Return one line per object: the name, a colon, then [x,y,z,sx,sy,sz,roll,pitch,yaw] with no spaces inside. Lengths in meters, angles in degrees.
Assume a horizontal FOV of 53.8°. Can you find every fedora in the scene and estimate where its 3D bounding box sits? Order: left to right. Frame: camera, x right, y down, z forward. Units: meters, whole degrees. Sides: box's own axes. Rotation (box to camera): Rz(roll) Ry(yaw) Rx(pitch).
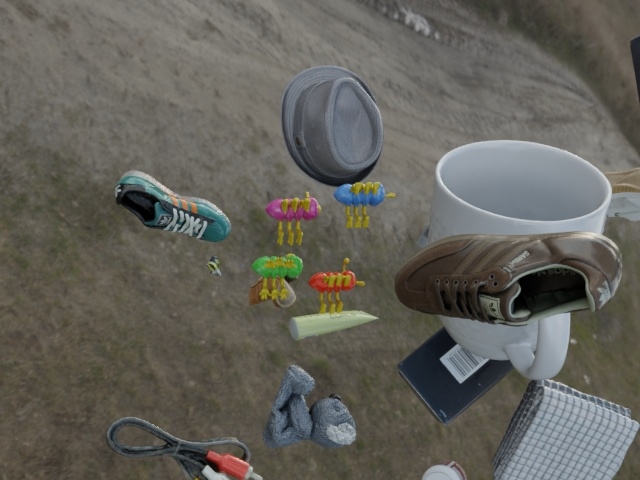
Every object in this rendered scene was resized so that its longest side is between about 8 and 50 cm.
fedora: [0.046,-0.251,1.355,0.243,0.124,0.276,-7,93,-22]

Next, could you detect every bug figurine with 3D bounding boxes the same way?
bug figurine: [0.000,0.000,1.071,0.216,0.279,0.072,1,37,-22]

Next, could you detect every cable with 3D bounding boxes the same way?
cable: [-0.230,0.378,1.114,0.287,0.072,0.140,40,67,-16]

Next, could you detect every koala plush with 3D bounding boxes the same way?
koala plush: [-0.013,0.448,1.573,0.221,0.196,0.204,21,75,4]

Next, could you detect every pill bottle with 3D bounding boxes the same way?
pill bottle: [0.261,0.518,1.343,0.152,0.086,0.086,33,37,-67]

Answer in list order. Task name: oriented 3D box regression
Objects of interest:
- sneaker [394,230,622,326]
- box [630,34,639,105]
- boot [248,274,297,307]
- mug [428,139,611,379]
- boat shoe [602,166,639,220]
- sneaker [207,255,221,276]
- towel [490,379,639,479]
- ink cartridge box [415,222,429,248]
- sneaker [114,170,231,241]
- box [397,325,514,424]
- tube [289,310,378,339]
sneaker: [0.134,0.033,0.500,0.071,0.188,0.066,-44,115,-52]
box: [0.326,-0.081,0.473,0.155,0.093,0.159,13,68,-31]
boot: [-0.146,0.154,1.816,0.073,0.152,0.197,57,22,-19]
mug: [0.325,0.060,1.058,0.374,0.275,0.328,-96,-175,-56]
boat shoe: [0.642,-0.087,1.283,0.098,0.277,0.096,-49,123,-35]
sneaker: [-0.279,0.069,1.692,0.031,0.083,0.035,15,66,8]
towel: [0.538,0.468,1.422,0.234,0.284,0.121,20,16,-2]
ink cartridge box: [0.277,-0.026,1.524,0.029,0.063,0.115,39,36,16]
sneaker: [-0.368,-0.060,1.562,0.302,0.108,0.121,25,27,-15]
box: [0.359,0.299,1.581,0.183,0.296,0.294,50,-3,15]
tube: [0.033,0.220,1.718,0.240,0.062,0.070,-6,51,-27]
